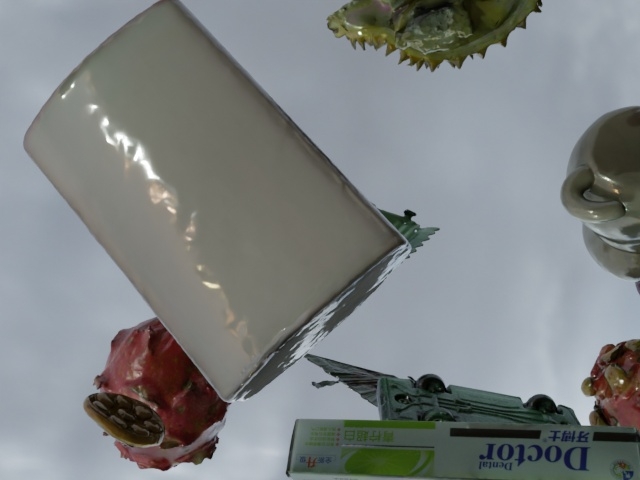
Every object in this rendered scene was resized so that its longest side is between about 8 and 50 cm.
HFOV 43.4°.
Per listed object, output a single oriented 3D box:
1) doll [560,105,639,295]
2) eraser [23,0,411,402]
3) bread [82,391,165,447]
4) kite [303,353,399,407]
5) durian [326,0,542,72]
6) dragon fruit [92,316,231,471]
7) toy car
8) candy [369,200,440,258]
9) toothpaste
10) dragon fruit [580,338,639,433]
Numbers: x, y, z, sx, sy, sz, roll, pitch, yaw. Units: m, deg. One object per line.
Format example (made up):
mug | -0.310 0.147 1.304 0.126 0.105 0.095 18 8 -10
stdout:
doll | 0.538 -0.068 1.368 0.226 0.215 0.370 -41 -37 9
eraser | -0.085 -0.034 0.613 0.174 0.270 0.095 -43 -14 3
bread | -0.244 0.222 1.002 0.110 0.110 0.024 22 -83 -39
kite | 0.084 0.283 1.599 0.268 0.323 0.013 7 -76 -41
durian | 0.157 -0.308 0.944 0.166 0.306 0.172 35 -155 -54
dragon fruit | -0.218 0.200 1.165 0.210 0.205 0.268 12 -74 -35
toy car | 0.243 0.282 1.222 0.321 0.141 0.097 11 -72 -3
candy | 0.002 0.006 1.508 0.263 0.398 0.172 -46 -47 -39
toothpaste | 0.140 0.227 0.802 0.081 0.337 0.067 72 -159 -50
dragon fruit | 0.614 0.299 1.434 0.269 0.291 0.250 -45 -23 -55
